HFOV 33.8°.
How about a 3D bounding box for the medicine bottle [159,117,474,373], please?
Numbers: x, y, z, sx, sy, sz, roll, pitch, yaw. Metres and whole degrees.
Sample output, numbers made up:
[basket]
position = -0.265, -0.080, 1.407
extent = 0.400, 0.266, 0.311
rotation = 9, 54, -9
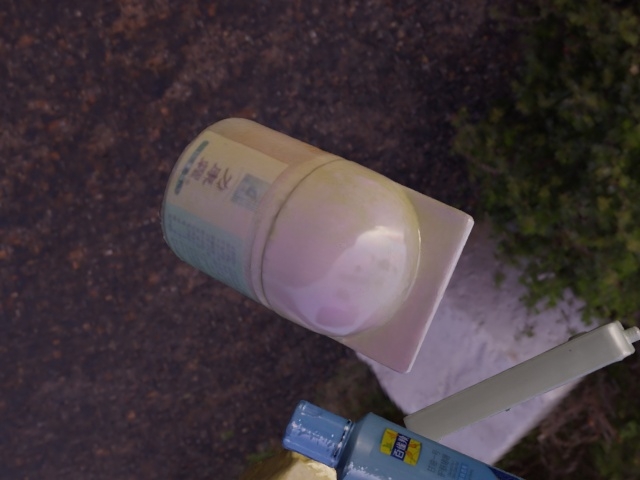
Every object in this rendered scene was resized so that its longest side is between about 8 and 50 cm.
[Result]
[medicine bottle]
position = 0.000, 0.000, 1.443
extent = 0.235, 0.406, 0.236
rotation = -32, 134, -39

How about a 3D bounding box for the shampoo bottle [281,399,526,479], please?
[shampoo bottle]
position = 0.086, 0.231, 1.046
extent = 0.104, 0.258, 0.061
rotation = -57, 168, -61

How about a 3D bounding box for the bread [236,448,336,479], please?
[bread]
position = 0.007, 0.394, 1.403
extent = 0.198, 0.263, 0.236
rotation = -39, 179, 2

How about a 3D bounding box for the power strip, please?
[power strip]
position = 0.307, 0.216, 1.602
extent = 0.385, 0.062, 0.091
rotation = -29, 167, 20
